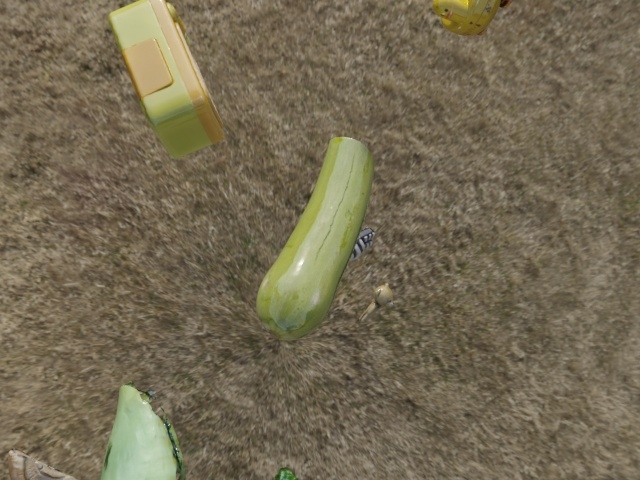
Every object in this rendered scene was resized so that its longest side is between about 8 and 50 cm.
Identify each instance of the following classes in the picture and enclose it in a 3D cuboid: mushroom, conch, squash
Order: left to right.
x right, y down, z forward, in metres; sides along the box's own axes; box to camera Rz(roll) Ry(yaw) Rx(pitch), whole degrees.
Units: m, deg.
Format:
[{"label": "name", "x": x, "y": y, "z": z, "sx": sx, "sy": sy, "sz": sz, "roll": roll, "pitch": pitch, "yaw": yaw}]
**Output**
[{"label": "mushroom", "x": -0.699, "y": 0.595, "z": 1.776, "sx": 0.210, "sy": 0.072, "sz": 0.094, "roll": 37, "pitch": 59, "yaw": -30}, {"label": "conch", "x": -0.297, "y": 0.372, "z": 1.221, "sx": 0.137, "sy": 0.143, "sz": 0.250, "roll": 13, "pitch": 77, "yaw": -15}, {"label": "squash", "x": 0.000, "y": 0.000, "z": 0.821, "sx": 0.083, "sy": 0.083, "sz": 0.250, "roll": 24, "pitch": 70, "yaw": 0}]

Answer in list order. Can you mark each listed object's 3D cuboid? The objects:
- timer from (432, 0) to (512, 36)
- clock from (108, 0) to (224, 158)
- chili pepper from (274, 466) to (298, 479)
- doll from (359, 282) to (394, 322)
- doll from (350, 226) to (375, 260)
[{"label": "timer", "x": 0.208, "y": -0.351, "z": 1.033, "sx": 0.109, "sy": 0.107, "sz": 0.107, "roll": 12, "pitch": 81, "yaw": -22}, {"label": "clock", "x": -0.217, "y": -0.233, "z": 1.021, "sx": 0.096, "sy": 0.143, "sz": 0.202, "roll": -22, "pitch": 73, "yaw": -5}, {"label": "chili pepper", "x": -0.065, "y": 0.403, "z": 1.066, "sx": 0.073, "sy": 0.050, "sz": 0.182, "roll": 7, "pitch": 118, "yaw": -31}, {"label": "doll", "x": 0.114, "y": 0.131, "z": 1.501, "sx": 0.093, "sy": 0.061, "sz": 0.051, "roll": -34, "pitch": 85, "yaw": 29}, {"label": "doll", "x": 0.027, "y": 0.034, "z": 1.537, "sx": 0.219, "sy": 0.091, "sz": 0.067, "roll": -25, "pitch": 61, "yaw": -27}]
